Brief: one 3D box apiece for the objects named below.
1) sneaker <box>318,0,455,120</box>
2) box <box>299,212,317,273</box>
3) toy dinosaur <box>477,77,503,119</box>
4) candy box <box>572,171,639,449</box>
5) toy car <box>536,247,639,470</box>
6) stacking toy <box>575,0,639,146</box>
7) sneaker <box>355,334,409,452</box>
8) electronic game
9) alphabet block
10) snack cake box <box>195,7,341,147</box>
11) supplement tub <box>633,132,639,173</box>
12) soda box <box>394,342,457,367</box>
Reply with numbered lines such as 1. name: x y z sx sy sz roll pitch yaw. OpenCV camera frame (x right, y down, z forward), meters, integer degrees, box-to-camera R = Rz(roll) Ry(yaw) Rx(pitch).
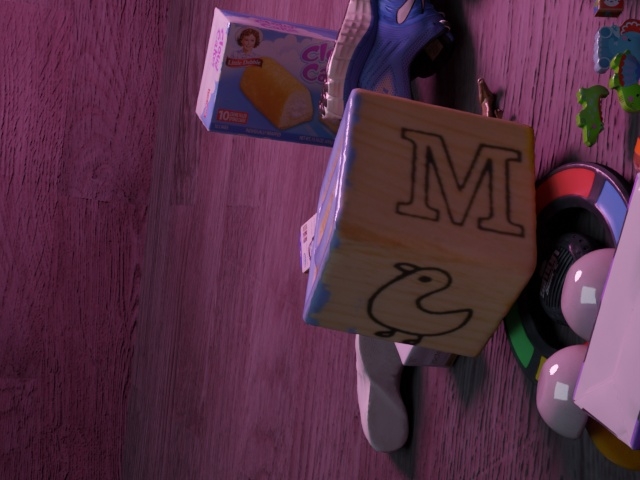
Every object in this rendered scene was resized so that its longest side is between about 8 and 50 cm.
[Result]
1. sneaker: 0.103 -0.279 1.327 0.130 0.147 0.330 110 176 -65
2. box: 0.000 0.000 1.620 0.136 0.028 0.081 138 133 -62
3. toy dinosaur: 0.182 -0.093 1.189 0.092 0.053 0.183 -111 38 -76
4. candy box: 0.285 0.051 0.678 0.070 0.196 0.164 -138 57 -63
5. toy car: 0.262 0.084 0.818 0.136 0.159 0.182 -60 -18 -76
6. stacking toy: 0.269 -0.204 0.903 0.167 0.052 0.221 46 -132 -85
7. sneaker: 0.075 0.166 1.342 0.094 0.080 0.212 171 103 -79
8. electronic game: 0.242 0.037 0.988 0.229 0.048 0.229 -175 90 -68
9. alphabet block: 0.101 -0.016 1.067 0.192 0.197 0.193 108 172 -56
10. snack cake box: -0.027 -0.219 1.423 0.089 0.264 0.152 -126 46 -58
11. supplement tub: 0.306 -0.098 0.787 0.106 0.106 0.197 -132 51 -61
12. soda box: 0.114 0.055 1.270 0.216 0.069 0.074 -108 32 -47
